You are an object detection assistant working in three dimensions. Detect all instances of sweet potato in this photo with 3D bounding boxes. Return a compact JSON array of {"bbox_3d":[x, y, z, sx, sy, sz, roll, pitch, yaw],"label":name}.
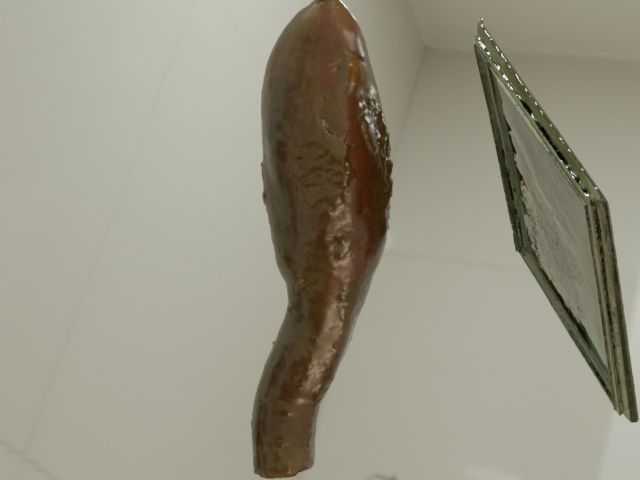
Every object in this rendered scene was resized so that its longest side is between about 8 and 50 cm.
[{"bbox_3d":[0.000,0.000,1.107,0.109,0.385,0.109,3,13,-1],"label":"sweet potato"}]

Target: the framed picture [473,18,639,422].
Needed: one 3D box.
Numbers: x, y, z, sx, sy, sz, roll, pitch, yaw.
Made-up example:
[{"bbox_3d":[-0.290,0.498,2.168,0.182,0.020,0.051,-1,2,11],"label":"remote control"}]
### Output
[{"bbox_3d":[0.179,-0.008,1.084,0.017,0.217,0.274,-24,-44,-3],"label":"framed picture"}]
